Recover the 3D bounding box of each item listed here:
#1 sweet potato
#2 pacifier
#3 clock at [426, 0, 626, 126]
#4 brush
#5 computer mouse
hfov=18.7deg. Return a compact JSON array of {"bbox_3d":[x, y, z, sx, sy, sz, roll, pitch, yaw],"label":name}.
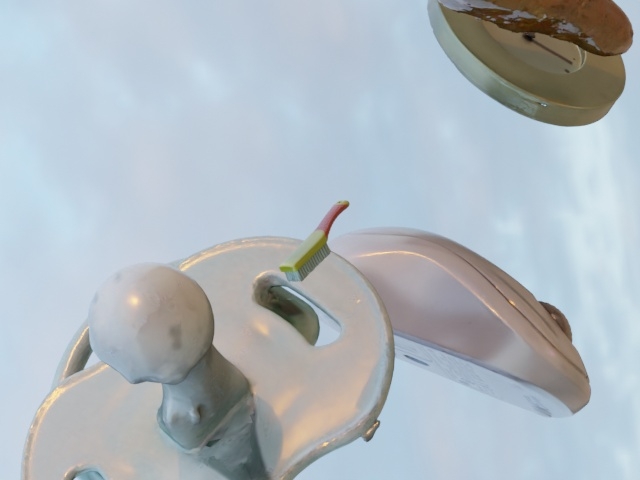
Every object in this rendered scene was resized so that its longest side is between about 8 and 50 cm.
[{"bbox_3d":[0.175,-0.265,1.952,0.355,0.095,0.106,27,-153,-17],"label":"sweet potato"},{"bbox_3d":[-0.116,0.102,1.554,0.343,0.288,0.269,-46,-34,-17],"label":"pacifier"},{"bbox_3d":[0.220,-0.214,2.080,0.235,0.029,0.235,19,-140,-17],"label":"clock"},{"bbox_3d":[0.000,0.000,1.474,0.083,0.019,0.021,-51,-58,-33],"label":"brush"},{"bbox_3d":[0.126,0.065,1.830,0.121,0.297,0.184,-66,-27,-13],"label":"computer mouse"}]
